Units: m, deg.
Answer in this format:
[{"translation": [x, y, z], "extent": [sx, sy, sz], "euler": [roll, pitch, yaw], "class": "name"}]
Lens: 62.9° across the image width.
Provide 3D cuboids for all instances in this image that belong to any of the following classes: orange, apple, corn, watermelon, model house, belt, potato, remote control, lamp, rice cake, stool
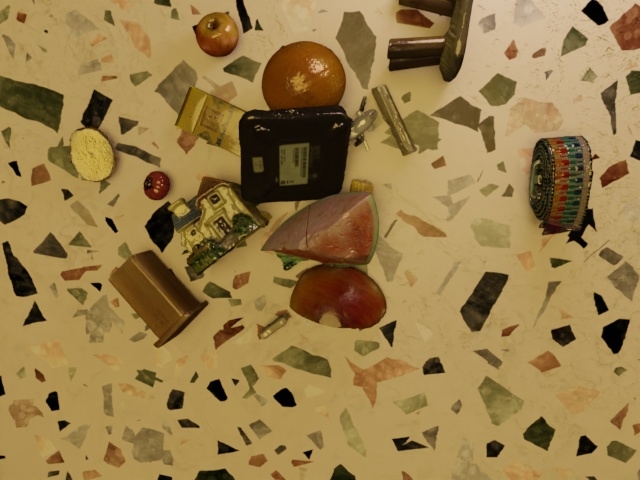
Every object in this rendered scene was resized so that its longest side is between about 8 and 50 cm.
[{"translation": [-0.052, -0.501, 1.677], "extent": [0.274, 0.274, 0.274], "euler": [1, 100, 7], "class": "orange"}, {"translation": [0.068, 0.205, 1.847], "extent": [0.346, 0.179, 0.254], "euler": [11, 63, 5], "class": "apple"}, {"translation": [0.134, -0.089, 1.816], "extent": [0.093, 0.093, 0.244], "euler": [3, 100, 7], "class": "corn"}, {"translation": [0.027, 0.007, 1.736], "extent": [0.319, 0.292, 0.222], "euler": [-46, 116, -24], "class": "watermelon"}, {"translation": [-0.373, -0.070, 1.805], "extent": [0.321, 0.261, 0.266], "euler": [-36, 91, 6], "class": "model house"}, {"translation": [-0.345, -0.687, 1.759], "extent": [0.146, 0.146, 0.146], "euler": [1, 100, 7], "class": "apple"}, {"translation": [0.744, -0.184, 1.663], "extent": [0.160, 0.207, 0.295], "euler": [-2, 115, 4], "class": "belt"}, {"translation": [-0.824, -0.314, 1.911], "extent": [0.164, 0.081, 0.200], "euler": [-13, 101, 2], "class": "potato"}, {"translation": [-0.172, 0.318, 1.938], "extent": [0.122, 0.074, 0.032], "euler": [-38, 96, 11], "class": "remote control"}, {"translation": [-0.593, -0.198, 1.893], "extent": [0.107, 0.092, 0.107], "euler": [-7, 79, 37], "class": "lamp"}, {"translation": [0.246, -0.407, 1.765], "extent": [0.057, 0.052, 0.256], "euler": [-21, 98, 40], "class": "rice cake"}, {"translation": [0.331, -0.656, 1.578], "extent": [0.226, 0.310, 0.310], "euler": [8, 98, 7], "class": "stool"}]

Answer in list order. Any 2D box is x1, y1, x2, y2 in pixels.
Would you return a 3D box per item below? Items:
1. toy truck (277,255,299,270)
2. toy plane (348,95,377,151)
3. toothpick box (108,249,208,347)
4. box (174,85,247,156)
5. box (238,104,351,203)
[{"translation": [-0.081, 0.044, 1.885], "extent": [0.154, 0.078, 0.080], "euler": [-28, 88, 24], "class": "toy truck"}, {"translation": [0.075, -0.352, 1.766], "extent": [0.273, 0.107, 0.182], "euler": [-23, 109, 8], "class": "toy plane"}, {"translation": [-0.602, 0.202, 1.927], "extent": [0.190, 0.187, 0.308], "euler": [-43, 88, 13], "class": "toothpick box"}, {"translation": [-0.360, -0.417, 1.850], "extent": [0.279, 0.041, 0.153], "euler": [26, 104, 2], "class": "box"}, {"translation": [-0.084, -0.264, 1.672], "extent": [0.350, 0.091, 0.359], "euler": [-7, 137, -12], "class": "box"}]
